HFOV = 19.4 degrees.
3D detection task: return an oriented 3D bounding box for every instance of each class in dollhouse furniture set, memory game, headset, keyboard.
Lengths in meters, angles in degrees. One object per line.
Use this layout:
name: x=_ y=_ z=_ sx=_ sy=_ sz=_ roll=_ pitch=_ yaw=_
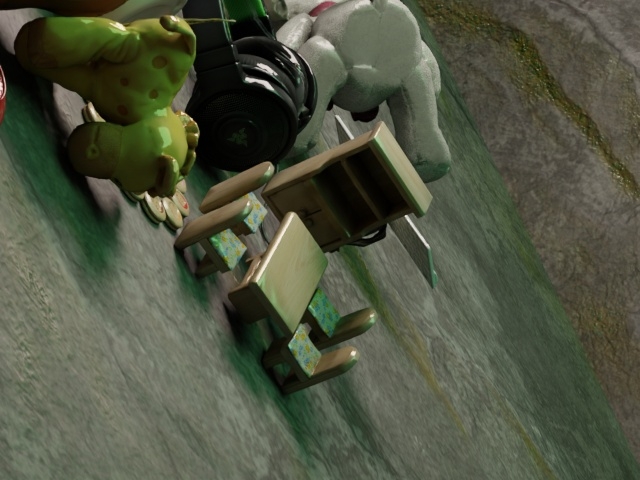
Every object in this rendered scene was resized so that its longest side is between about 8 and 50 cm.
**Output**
dollhouse furniture set: x=0.000 y=0.000 z=2.006 sx=0.212 sy=0.161 sz=0.242 roll=55 pitch=32 yaw=-19
memory game: x=-0.190 y=-0.093 z=1.951 sx=0.186 sy=0.012 sz=0.186 roll=54 pitch=16 yaw=-23
headset: x=-0.053 y=-0.165 z=2.190 sx=0.243 sy=0.185 sz=0.394 roll=-62 pitch=138 yaw=-72
keyboard: x=0.075 y=-0.049 z=2.222 sx=0.256 sy=0.014 sz=0.072 roll=57 pitch=-9 yaw=41

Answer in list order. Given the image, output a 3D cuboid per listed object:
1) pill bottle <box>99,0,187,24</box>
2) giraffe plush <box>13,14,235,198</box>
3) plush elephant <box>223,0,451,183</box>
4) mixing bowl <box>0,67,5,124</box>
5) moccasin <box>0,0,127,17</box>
pill bottle: x=-0.241 y=-0.327 z=1.999 sx=0.222 sy=0.124 sz=0.124 roll=63 pitch=15 yaw=6
giraffe plush: x=-0.184 y=-0.125 z=1.791 sx=0.181 sy=0.210 sz=0.171 roll=-15 pitch=105 yaw=-78
plush elephant: x=0.009 y=-0.245 z=2.493 sx=0.255 sy=0.271 sz=0.330 roll=-173 pitch=-96 yaw=-65
mixing bowl: x=-0.310 y=-0.122 z=1.459 sx=0.181 sy=0.098 sz=0.181 roll=53 pitch=16 yaw=-23
moccasin: x=-0.275 y=-0.268 z=1.666 sx=0.380 sy=0.147 sz=0.139 roll=10 pitch=66 yaw=-55
